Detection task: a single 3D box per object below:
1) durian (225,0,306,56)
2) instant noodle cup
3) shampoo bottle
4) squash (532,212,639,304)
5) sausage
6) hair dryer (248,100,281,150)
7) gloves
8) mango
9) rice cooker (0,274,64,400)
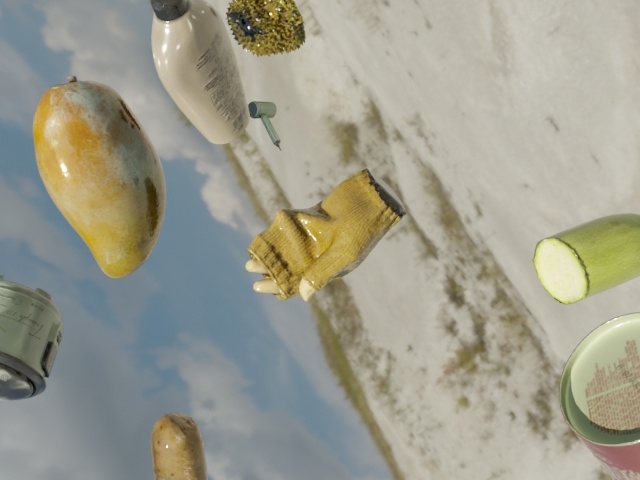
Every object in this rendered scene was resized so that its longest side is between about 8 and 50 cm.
[{"bbox_3d":[-0.133,-0.521,1.937,0.193,0.138,0.237,55,150,7],"label":"durian"},{"bbox_3d":[0.415,0.208,1.005,0.178,0.235,0.235,39,-165,-27],"label":"instant noodle cup"},{"bbox_3d":[-0.164,-0.236,1.108,0.078,0.127,0.257,23,157,23],"label":"shampoo bottle"},{"bbox_3d":[0.521,0.018,1.489,0.132,0.247,0.132,46,146,44],"label":"squash"},{"bbox_3d":[-0.291,0.620,1.876,0.123,0.136,0.501,-54,-46,-69],"label":"sausage"},{"bbox_3d":[-0.109,-0.251,1.803,0.063,0.038,0.124,-11,-111,-50],"label":"hair dryer"},{"bbox_3d":[0.011,0.003,1.699,0.203,0.356,0.155,56,176,33],"label":"gloves"},{"bbox_3d":[-0.396,-0.112,1.509,0.221,0.199,0.384,-47,-50,-61],"label":"mango"},{"bbox_3d":[-0.669,0.217,1.699,0.241,0.280,0.227,13,-124,-6],"label":"rice cooker"}]
